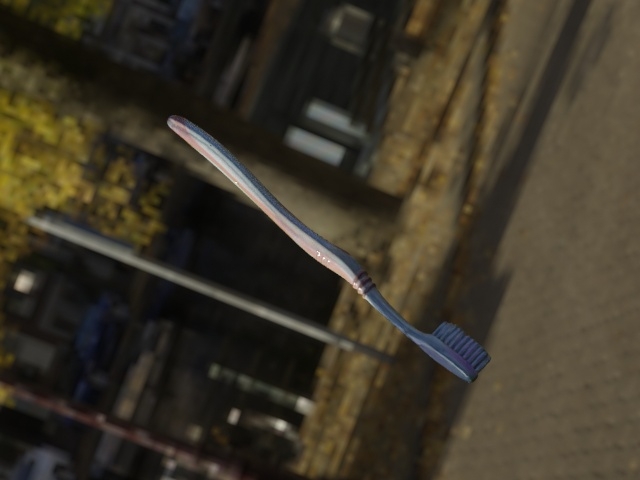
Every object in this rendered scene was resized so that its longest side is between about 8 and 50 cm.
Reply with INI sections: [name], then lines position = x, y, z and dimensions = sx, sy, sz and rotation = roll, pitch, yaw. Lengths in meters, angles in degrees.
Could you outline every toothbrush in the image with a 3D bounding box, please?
[toothbrush]
position = 0.000, 0.000, 0.864
dimensions = 0.019, 0.193, 0.013
rotation = -44, -19, -22
